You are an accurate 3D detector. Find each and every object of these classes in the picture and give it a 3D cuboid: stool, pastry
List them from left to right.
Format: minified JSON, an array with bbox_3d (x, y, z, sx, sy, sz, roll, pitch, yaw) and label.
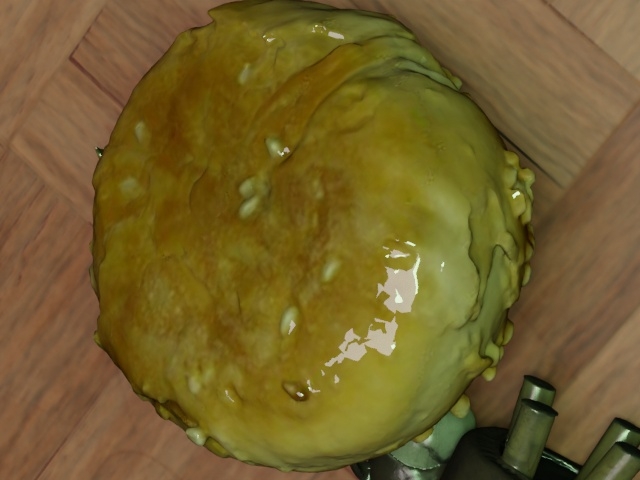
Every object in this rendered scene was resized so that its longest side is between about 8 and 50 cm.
[{"bbox_3d":[0.000,0.000,1.183,0.315,0.184,0.284,38,102,41],"label":"pastry"},{"bbox_3d":[0.116,0.147,1.200,0.217,0.125,0.121,29,103,33],"label":"stool"}]
